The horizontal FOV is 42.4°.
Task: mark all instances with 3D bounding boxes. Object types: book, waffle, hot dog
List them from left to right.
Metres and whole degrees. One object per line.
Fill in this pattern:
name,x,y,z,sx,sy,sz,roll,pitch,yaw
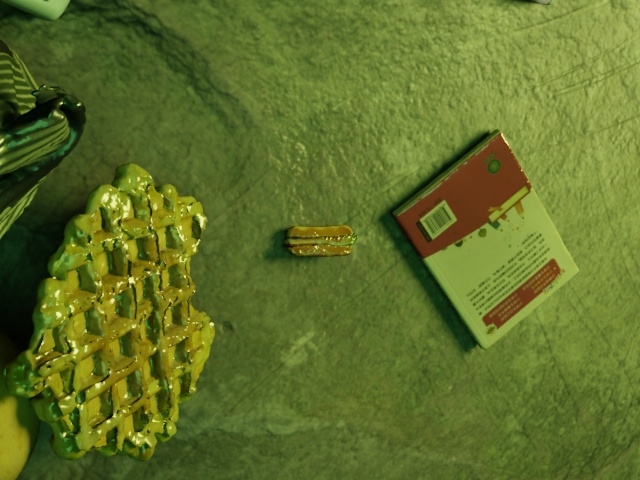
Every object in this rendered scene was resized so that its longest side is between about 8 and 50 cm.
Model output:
waffle,-0.175,0.076,0.782,0.291,0.051,0.291,6,90,-66
hot dog,0.000,0.000,0.907,0.083,0.021,0.037,2,85,-20
book,0.204,0.004,0.992,0.162,0.022,0.232,-39,117,-4

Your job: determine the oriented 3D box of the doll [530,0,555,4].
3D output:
doll,0.197,-0.302,0.859,0.227,0.075,0.102,-4,118,-31

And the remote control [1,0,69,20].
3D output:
remote control,-0.287,-0.250,0.609,0.103,0.051,0.293,-55,152,14

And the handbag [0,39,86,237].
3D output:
handbag,-0.340,-0.061,0.554,0.341,0.240,0.247,-42,100,-31

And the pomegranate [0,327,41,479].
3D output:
pomegranate,-0.358,0.149,0.698,0.233,0.233,0.233,-7,109,-21
